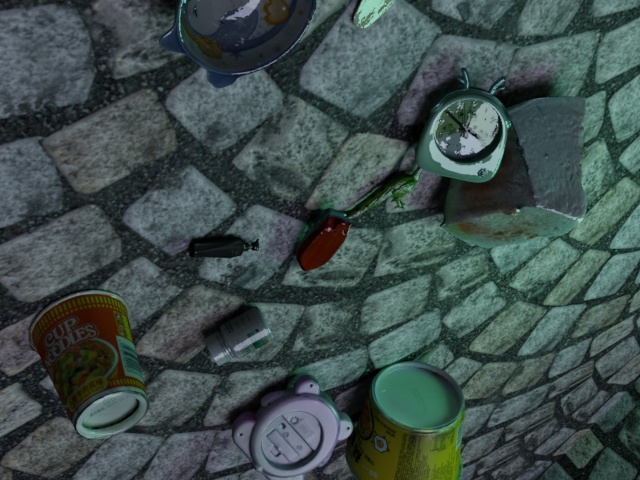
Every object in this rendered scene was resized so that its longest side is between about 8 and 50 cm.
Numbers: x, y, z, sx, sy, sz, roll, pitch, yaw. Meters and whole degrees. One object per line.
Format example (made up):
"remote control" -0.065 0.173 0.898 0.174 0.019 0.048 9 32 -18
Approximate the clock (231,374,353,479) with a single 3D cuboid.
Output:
"clock" -0.065 0.460 1.956 0.248 0.090 0.227 -39 103 0

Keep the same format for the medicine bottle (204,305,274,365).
"medicine bottle" -0.169 0.199 1.675 0.130 0.080 0.080 -30 143 -7

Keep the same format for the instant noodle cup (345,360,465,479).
"instant noodle cup" 0.237 0.493 2.139 0.326 0.325 0.254 -14 130 -25

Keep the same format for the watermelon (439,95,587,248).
"watermelon" 0.420 -0.109 1.622 0.228 0.258 0.387 6 125 -41

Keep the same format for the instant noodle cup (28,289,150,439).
"instant noodle cup" -0.395 0.227 1.428 0.193 0.212 0.193 -20 142 -17

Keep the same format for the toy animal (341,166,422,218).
"toy animal" 0.130 -0.082 1.619 0.217 0.041 0.075 -32 142 4

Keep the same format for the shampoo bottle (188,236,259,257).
"shampoo bottle" -0.177 0.014 1.506 0.137 0.027 0.048 -3 135 -35

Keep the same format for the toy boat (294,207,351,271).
"toy boat" 0.000 0.000 1.592 0.069 0.059 0.173 18 133 -22

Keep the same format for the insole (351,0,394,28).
"insole" 0.113 -0.411 1.261 0.063 0.010 0.192 10 126 -42

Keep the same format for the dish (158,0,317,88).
"dish" -0.121 -0.340 1.103 0.236 0.086 0.228 -45 141 16

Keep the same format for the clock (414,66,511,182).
"clock" 0.273 -0.216 1.505 0.159 0.066 0.211 13 119 -5
